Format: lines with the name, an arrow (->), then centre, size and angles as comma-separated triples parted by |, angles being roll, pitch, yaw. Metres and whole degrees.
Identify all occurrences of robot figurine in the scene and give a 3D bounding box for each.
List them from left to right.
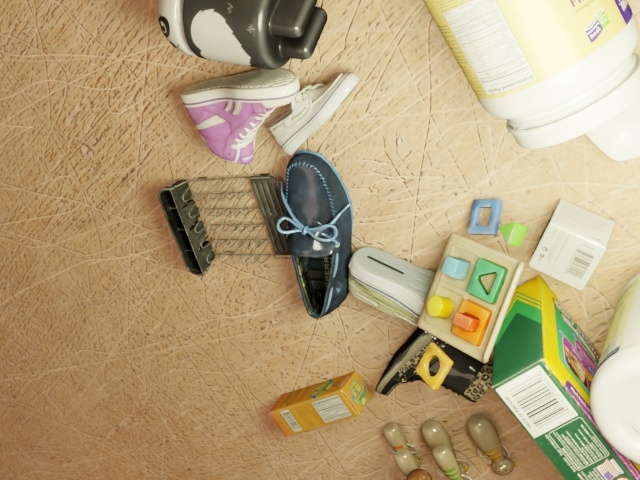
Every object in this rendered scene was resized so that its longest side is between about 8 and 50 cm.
robot figurine -> -0.135, -0.374, 1.537 | 0.278, 0.173, 0.209 | 13, 120, 21

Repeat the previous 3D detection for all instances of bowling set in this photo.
bowling set -> 0.236, 0.484, 1.929 | 0.287, 0.200, 0.154 | -13, 116, 40

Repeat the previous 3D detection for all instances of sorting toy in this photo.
sorting toy -> 0.242, 0.093, 1.585 | 0.196, 0.047, 0.347 | 28, 100, 54

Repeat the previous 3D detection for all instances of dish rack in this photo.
dish rack -> -0.174, -0.035, 1.869 | 0.272, 0.074, 0.208 | -1, 122, 30

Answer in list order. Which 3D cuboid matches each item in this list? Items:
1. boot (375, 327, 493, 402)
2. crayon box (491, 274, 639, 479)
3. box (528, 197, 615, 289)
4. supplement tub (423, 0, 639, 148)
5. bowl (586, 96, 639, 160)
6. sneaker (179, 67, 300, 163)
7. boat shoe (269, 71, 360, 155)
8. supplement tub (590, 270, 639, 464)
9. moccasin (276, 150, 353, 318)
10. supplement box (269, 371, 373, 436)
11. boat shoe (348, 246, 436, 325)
boot -> 0.227, 0.275, 1.854 | 0.179, 0.085, 0.236 | 34, 132, 1
crayon box -> 0.436, 0.278, 1.578 | 0.106, 0.313, 0.363 | -35, 101, 22
box -> 0.418, 0.005, 1.552 | 0.102, 0.087, 0.101 | 27, 131, 12
supplement tub -> 0.289, -0.320, 1.293 | 0.241, 0.241, 0.331 | -20, 111, 38
bowl -> 0.470, -0.188, 1.383 | 0.142, 0.053, 0.142 | -19, 141, 38
sneaker -> -0.123, -0.219, 1.681 | 0.282, 0.102, 0.161 | 3, 121, 47
boat shoe -> -0.021, -0.232, 1.634 | 0.076, 0.083, 0.226 | 43, 133, -5
supplement tub -> 0.560, 0.172, 1.429 | 0.236, 0.325, 0.235 | 15, 128, 20
moccasin -> 0.000, 0.000, 1.764 | 0.138, 0.117, 0.341 | 2, 123, 28
supplement box -> 0.000, 0.361, 2.049 | 0.233, 0.078, 0.080 | -23, 106, 38
boat shoe -> 0.187, 0.113, 1.758 | 0.302, 0.109, 0.094 | 30, 138, 20
